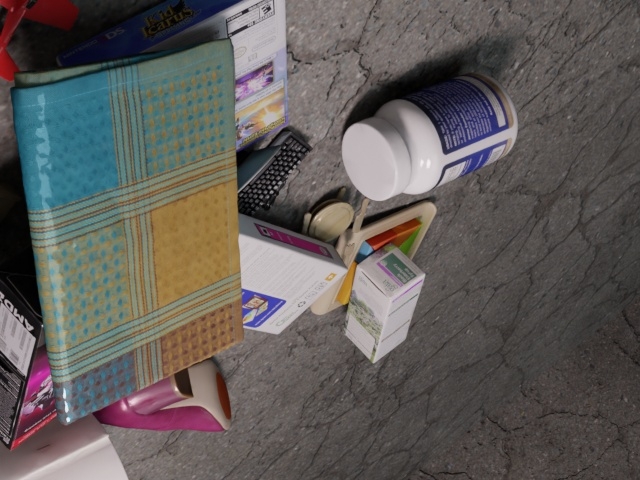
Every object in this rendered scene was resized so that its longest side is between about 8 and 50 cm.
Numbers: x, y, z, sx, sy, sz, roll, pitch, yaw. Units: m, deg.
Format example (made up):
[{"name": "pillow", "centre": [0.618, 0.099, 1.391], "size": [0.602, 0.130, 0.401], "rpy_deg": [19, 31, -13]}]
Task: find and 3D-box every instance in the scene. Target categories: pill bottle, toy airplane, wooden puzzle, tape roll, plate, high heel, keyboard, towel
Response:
[{"name": "pill bottle", "centre": [0.171, -0.161, 1.544], "size": [0.264, 0.153, 0.153], "rpy_deg": [-24, 147, -34]}, {"name": "toy airplane", "centre": [-0.299, -0.218, 0.954], "size": [0.151, 0.028, 0.151], "rpy_deg": [-33, 146, -26]}, {"name": "wooden puzzle", "centre": [0.105, 0.038, 1.861], "size": [0.238, 0.044, 0.221], "rpy_deg": [-18, 144, -40]}, {"name": "tape roll", "centre": [-0.403, 0.372, 1.432], "size": [0.169, 0.246, 0.246], "rpy_deg": [-22, 146, -35]}, {"name": "plate", "centre": [-0.129, -0.072, 1.324], "size": [0.188, 0.024, 0.188], "rpy_deg": [-42, -170, 9]}, {"name": "high heel", "centre": [-0.272, 0.270, 1.665], "size": [0.181, 0.127, 0.377], "rpy_deg": [-15, 158, 7]}, {"name": "keyboard", "centre": [-0.083, -0.080, 1.461], "size": [0.180, 0.023, 0.108], "rpy_deg": [-46, 153, 8]}, {"name": "towel", "centre": [-0.191, -0.017, 1.053], "size": [0.271, 0.040, 0.370], "rpy_deg": [-21, 119, -44]}]

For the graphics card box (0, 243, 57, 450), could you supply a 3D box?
[{"name": "graphics card box", "centre": [-0.303, 0.098, 1.218], "size": [0.233, 0.094, 0.371], "rpy_deg": [-37, 166, -38]}]

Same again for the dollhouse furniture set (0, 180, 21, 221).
[{"name": "dollhouse furniture set", "centre": [-0.421, 0.022, 1.059], "size": [0.182, 0.101, 0.161], "rpy_deg": [-50, 153, 12]}]

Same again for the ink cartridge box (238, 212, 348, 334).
[{"name": "ink cartridge box", "centre": [-0.123, 0.051, 1.506], "size": [0.176, 0.069, 0.371], "rpy_deg": [-43, 151, 18]}]

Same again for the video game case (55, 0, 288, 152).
[{"name": "video game case", "centre": [-0.162, -0.176, 1.170], "size": [0.269, 0.061, 0.244], "rpy_deg": [-32, 151, -21]}]

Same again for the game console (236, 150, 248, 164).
[{"name": "game console", "centre": [-0.160, -0.065, 1.291], "size": [0.122, 0.071, 0.107], "rpy_deg": [-45, 159, -36]}]

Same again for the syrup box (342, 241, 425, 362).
[{"name": "syrup box", "centre": [0.116, 0.120, 1.848], "size": [0.096, 0.093, 0.237], "rpy_deg": [-33, 153, -27]}]

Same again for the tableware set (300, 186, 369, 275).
[{"name": "tableware set", "centre": [0.000, 0.000, 1.670], "size": [0.128, 0.039, 0.194], "rpy_deg": [-15, 140, -30]}]
